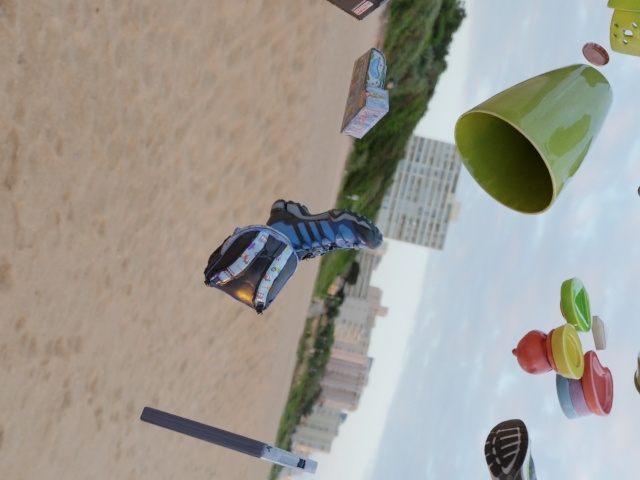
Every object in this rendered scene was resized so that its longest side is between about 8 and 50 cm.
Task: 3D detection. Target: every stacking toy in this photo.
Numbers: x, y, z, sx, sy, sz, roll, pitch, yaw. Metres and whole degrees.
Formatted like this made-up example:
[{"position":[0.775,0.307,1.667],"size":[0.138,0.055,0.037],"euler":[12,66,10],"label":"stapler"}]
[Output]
[{"position":[0.573,0.255,1.657],"size":[0.309,0.131,0.279],"euler":[50,43,-31],"label":"stacking toy"}]

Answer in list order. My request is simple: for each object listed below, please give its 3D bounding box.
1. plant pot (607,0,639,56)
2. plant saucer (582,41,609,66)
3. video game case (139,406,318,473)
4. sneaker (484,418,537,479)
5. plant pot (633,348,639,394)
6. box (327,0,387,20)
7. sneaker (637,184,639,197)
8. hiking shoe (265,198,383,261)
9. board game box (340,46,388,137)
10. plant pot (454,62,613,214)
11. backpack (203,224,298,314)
[{"position":[0.804,-0.569,1.625],"size":[0.207,0.228,0.227],"euler":[35,80,-53],"label":"plant pot"},{"position":[0.765,-0.516,1.958],"size":[0.013,0.084,0.083],"euler":[122,-16,-57],"label":"plant saucer"},{"position":[-0.131,0.313,1.090],"size":[0.274,0.196,0.026],"euler":[54,50,-64],"label":"video game case"},{"position":[0.444,0.546,1.590],"size":[0.121,0.111,0.299],"euler":[52,34,-36],"label":"sneaker"},{"position":[0.992,0.217,1.793],"size":[0.366,0.367,0.352],"euler":[-76,156,-70],"label":"plant pot"},{"position":[0.037,-0.617,1.524],"size":[0.073,0.293,0.295],"euler":[-66,-160,-9],"label":"box"},{"position":[0.887,-0.103,1.760],"size":[0.385,0.145,0.147],"euler":[19,49,-57],"label":"sneaker"},{"position":[0.000,0.000,1.594],"size":[0.113,0.304,0.132],"euler":[50,58,-48],"label":"hiking shoe"},{"position":[0.117,-0.355,1.698],"size":[0.194,0.060,0.194],"euler":[-168,-91,-76],"label":"board game box"},{"position":[0.496,-0.251,1.546],"size":[0.294,0.275,0.274],"euler":[-39,167,-17],"label":"plant pot"},{"position":[-0.130,0.038,1.422],"size":[0.173,0.158,0.116],"euler":[-51,-163,27],"label":"backpack"}]
